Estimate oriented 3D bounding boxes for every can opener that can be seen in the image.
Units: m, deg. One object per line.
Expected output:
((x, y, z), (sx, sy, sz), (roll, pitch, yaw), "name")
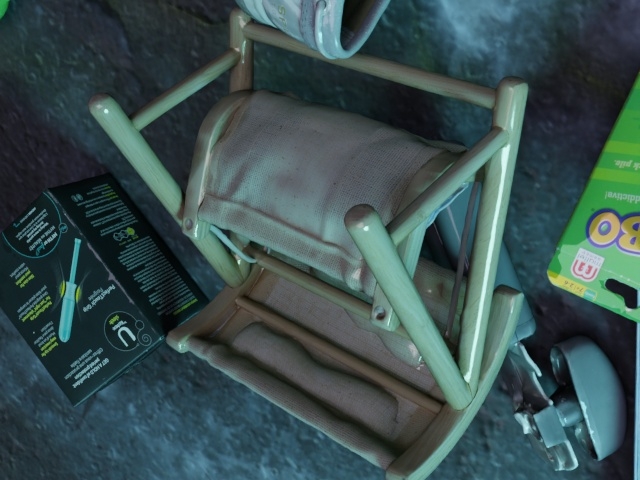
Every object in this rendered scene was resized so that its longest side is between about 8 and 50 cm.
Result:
((0.159, 0.049, 0.716), (0.095, 0.076, 0.283), (-22, 94, -10), "can opener")

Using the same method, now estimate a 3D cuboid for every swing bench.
((0.000, 0.000, 0.646), (0.253, 0.165, 0.254), (25, 141, 35), "swing bench")

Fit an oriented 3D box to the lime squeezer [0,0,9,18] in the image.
((-0.342, -0.257, 0.819), (0.311, 0.059, 0.109), (16, 107, 16), "lime squeezer")

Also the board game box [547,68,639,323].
((0.266, -0.064, 0.620), (0.124, 0.039, 0.259), (26, 90, 17), "board game box")

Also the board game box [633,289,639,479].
((0.393, 0.166, 0.649), (0.318, 0.066, 0.318), (2, 102, 19), "board game box")

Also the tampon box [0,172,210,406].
((-0.206, 0.041, 0.811), (0.120, 0.101, 0.161), (-37, 89, 23), "tampon box")

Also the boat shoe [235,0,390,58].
((0.066, -0.266, 0.583), (0.103, 0.118, 0.320), (37, 92, 31), "boat shoe")
